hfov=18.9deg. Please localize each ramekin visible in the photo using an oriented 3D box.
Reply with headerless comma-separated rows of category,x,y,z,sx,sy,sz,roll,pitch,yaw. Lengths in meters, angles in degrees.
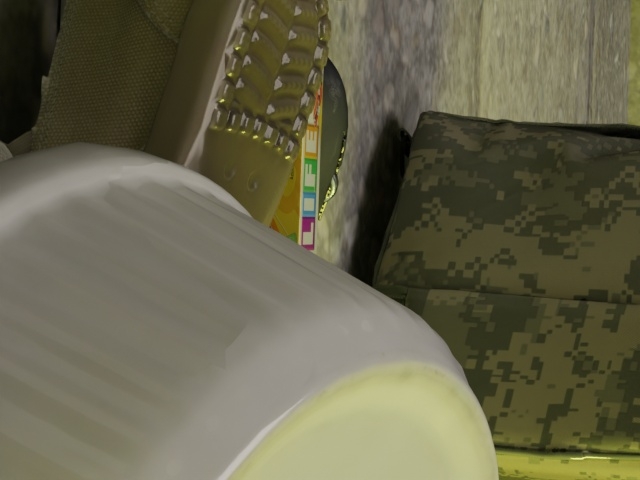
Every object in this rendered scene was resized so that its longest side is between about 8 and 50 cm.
ramekin,-0.052,0.117,0.584,0.273,0.127,0.273,-32,132,-46

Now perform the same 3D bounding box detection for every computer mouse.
computer mouse,0.000,0.000,1.061,0.071,0.041,0.242,-66,154,-54

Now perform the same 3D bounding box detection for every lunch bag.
lunch bag,0.186,0.041,1.240,0.212,0.305,0.256,50,46,-68

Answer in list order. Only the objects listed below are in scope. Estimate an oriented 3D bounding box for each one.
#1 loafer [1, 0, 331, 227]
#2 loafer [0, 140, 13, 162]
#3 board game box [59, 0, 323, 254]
loafer,-0.079,0.011,0.702,0.102,0.092,0.268,37,73,-57
loafer,-0.132,0.020,0.624,0.045,0.039,0.125,34,50,-32
board game box,-0.053,-0.031,0.758,0.026,0.103,0.154,0,92,-74
